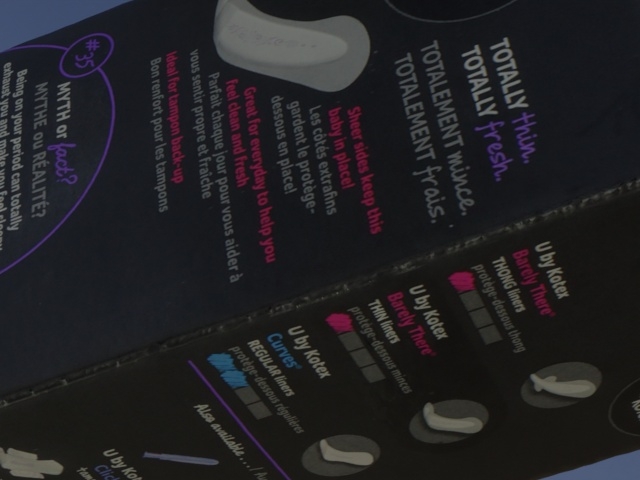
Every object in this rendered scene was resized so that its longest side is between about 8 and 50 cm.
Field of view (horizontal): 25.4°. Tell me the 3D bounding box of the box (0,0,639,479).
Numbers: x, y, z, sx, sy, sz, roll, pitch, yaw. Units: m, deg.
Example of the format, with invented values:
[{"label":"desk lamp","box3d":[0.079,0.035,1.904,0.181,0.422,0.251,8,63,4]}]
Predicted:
[{"label":"box","box3d":[0.000,0.000,0.500,0.270,0.165,0.143,-19,-41,13]}]
